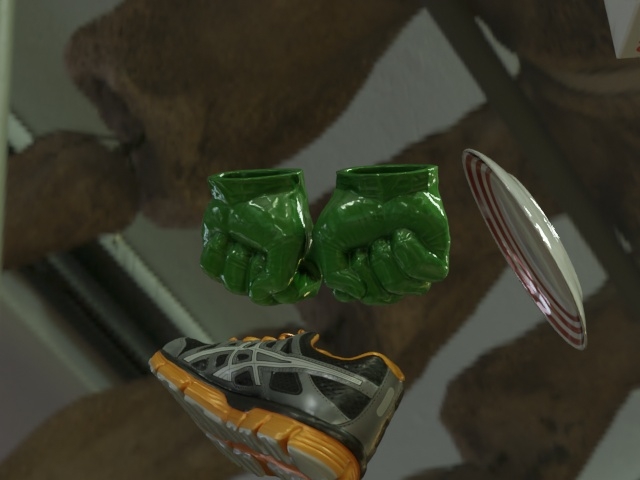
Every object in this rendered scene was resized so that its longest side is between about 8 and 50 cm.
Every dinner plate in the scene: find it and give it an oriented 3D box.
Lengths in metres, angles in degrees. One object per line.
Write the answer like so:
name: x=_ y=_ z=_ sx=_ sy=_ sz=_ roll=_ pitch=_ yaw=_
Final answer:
dinner plate: x=0.128 y=0.003 z=0.968 sx=0.017 sy=0.141 sz=0.141 roll=-29 pitch=-54 yaw=-3

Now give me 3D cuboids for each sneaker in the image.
sneaker: x=-0.026 y=0.091 z=0.942 sx=0.083 sy=0.215 sz=0.084 roll=-49 pitch=-57 yaw=-16

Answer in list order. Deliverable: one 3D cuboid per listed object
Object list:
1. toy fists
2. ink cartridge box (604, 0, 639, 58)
toy fists: x=0.000 y=0.000 z=1.631 sx=0.279 sy=0.096 sz=0.142 roll=-1 pitch=-80 yaw=24
ink cartridge box: x=0.325 y=-0.211 z=1.206 sx=0.203 sy=0.086 sz=0.148 roll=-6 pitch=-19 yaw=0
